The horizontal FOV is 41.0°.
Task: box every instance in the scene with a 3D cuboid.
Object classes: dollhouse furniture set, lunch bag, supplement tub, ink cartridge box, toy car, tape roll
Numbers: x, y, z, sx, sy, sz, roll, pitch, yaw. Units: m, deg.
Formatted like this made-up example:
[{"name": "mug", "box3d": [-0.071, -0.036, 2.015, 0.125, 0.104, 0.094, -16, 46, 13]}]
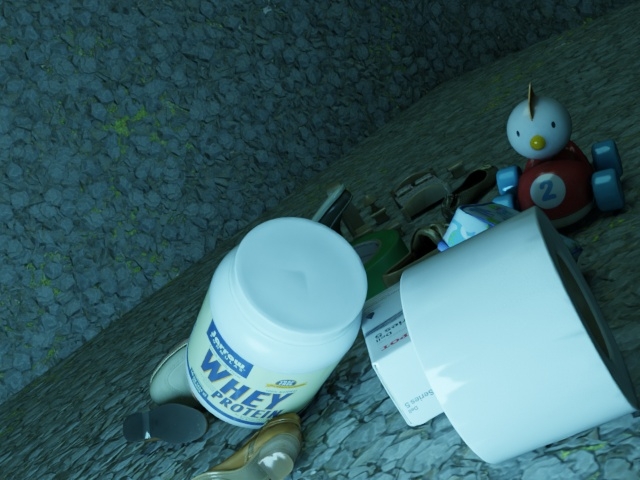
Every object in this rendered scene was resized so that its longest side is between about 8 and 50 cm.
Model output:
[{"name": "dollhouse furniture set", "box3d": [0.208, -0.143, 2.183, 0.356, 0.173, 0.303, -31, 12, 4]}, {"name": "lunch bag", "box3d": [0.278, 0.011, 1.247, 0.219, 0.176, 0.090, -9, -54, -63]}, {"name": "supplement tub", "box3d": [-0.073, 0.134, 1.346, 0.235, 0.235, 0.324, -40, -13, -36]}, {"name": "ink cartridge box", "box3d": [0.173, 0.133, 1.270, 0.198, 0.114, 0.273, -31, 12, 4]}, {"name": "toy car", "box3d": [0.393, -0.162, 1.508, 0.219, 0.238, 0.210, -14, 28, 26]}, {"name": "tape roll", "box3d": [0.220, 0.105, 0.957, 0.169, 0.246, 0.246, -27, 13, 19]}, {"name": "tape roll", "box3d": [0.048, 0.093, 1.857, 0.321, 0.077, 0.321, -31, 12, 7]}]

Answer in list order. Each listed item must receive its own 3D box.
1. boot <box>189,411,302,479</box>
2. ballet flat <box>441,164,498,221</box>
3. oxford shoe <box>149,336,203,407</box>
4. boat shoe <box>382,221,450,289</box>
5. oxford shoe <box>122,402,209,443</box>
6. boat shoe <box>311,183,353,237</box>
[{"name": "boot", "box3d": [-0.113, 0.336, 1.296, 0.197, 0.072, 0.152, -23, 10, 9]}, {"name": "ballet flat", "box3d": [0.352, -0.126, 2.028, 0.084, 0.058, 0.250, -18, 18, 46]}, {"name": "oxford shoe", "box3d": [-0.210, 0.267, 1.660, 0.397, 0.140, 0.146, -26, 20, 34]}, {"name": "boat shoe", "box3d": [0.231, 0.016, 1.617, 0.122, 0.110, 0.341, -21, 16, 42]}, {"name": "oxford shoe", "box3d": [-0.285, 0.355, 1.657, 0.212, 0.076, 0.076, -10, -17, 37]}, {"name": "boat shoe", "box3d": [0.001, -0.002, 2.044, 0.305, 0.091, 0.109, -55, -2, 30]}]
